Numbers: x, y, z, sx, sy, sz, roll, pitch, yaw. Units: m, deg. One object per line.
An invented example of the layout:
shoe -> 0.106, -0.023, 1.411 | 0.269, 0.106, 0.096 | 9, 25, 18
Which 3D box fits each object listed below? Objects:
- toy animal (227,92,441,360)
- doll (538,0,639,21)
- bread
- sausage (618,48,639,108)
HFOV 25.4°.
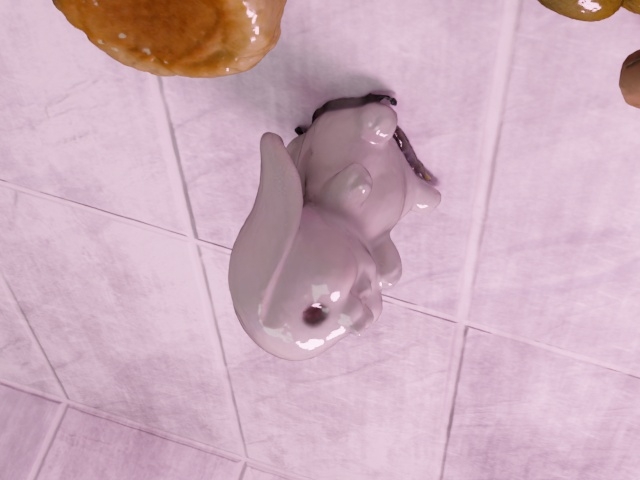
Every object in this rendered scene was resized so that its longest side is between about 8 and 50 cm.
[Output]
toy animal -> 0.000, -0.019, 1.561 | 0.174, 0.289, 0.249 | 8, 132, 31
doll -> 0.268, -0.221, 1.151 | 0.209, 0.097, 0.137 | 6, -172, -4
bread -> -0.136, -0.258, 1.312 | 0.244, 0.134, 0.244 | 18, 152, 10
sausage -> 0.383, -0.155, 1.163 | 0.301, 0.066, 0.066 | -11, 141, 39
